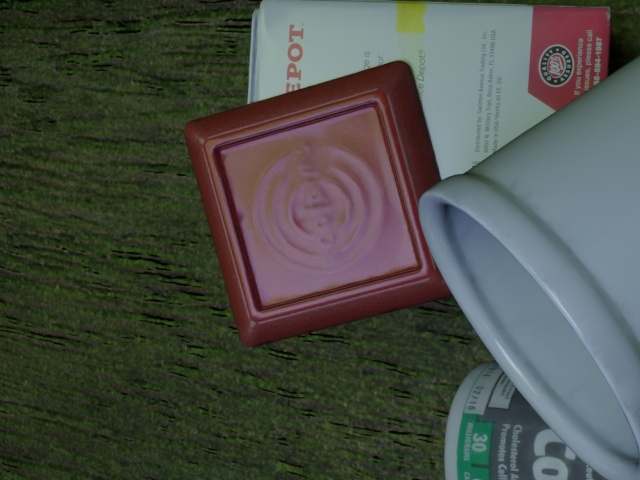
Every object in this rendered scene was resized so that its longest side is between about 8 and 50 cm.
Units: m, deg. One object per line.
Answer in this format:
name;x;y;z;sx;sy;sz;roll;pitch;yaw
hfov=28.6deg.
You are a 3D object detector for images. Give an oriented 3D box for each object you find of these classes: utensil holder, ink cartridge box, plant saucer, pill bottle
utensil holder;0.340;-0.014;1.163;0.385;0.327;0.327;-34;66;-9
ink cartridge box;0.120;-0.122;1.415;0.384;0.160;0.279;4;93;9
plant saucer;-0.001;-0.035;1.336;0.259;0.048;0.258;-15;91;11
pill bottle;0.331;0.232;1.323;0.361;0.204;0.204;-2;89;35
